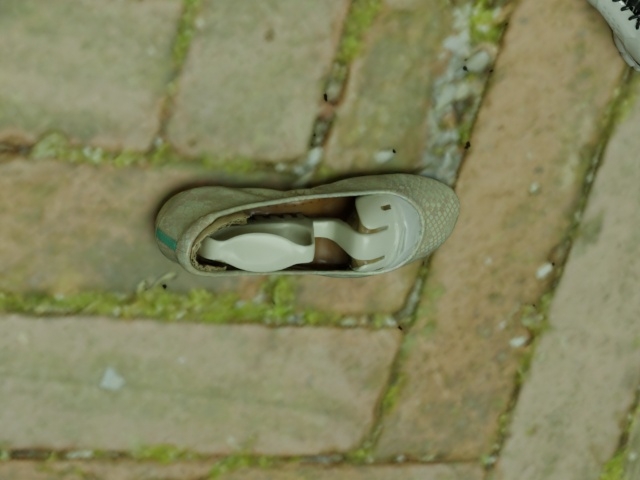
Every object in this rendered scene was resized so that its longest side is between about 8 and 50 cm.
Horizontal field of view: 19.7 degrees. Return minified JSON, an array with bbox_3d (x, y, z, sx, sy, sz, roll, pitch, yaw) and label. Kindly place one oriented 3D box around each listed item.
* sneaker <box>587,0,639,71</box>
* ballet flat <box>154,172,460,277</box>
[{"bbox_3d":[0.159,-0.125,0.950,0.040,0.044,0.109,-44,118,3],"label":"sneaker"},{"bbox_3d":[0.000,0.000,0.934,0.168,0.052,0.057,-5,113,-20],"label":"ballet flat"}]
